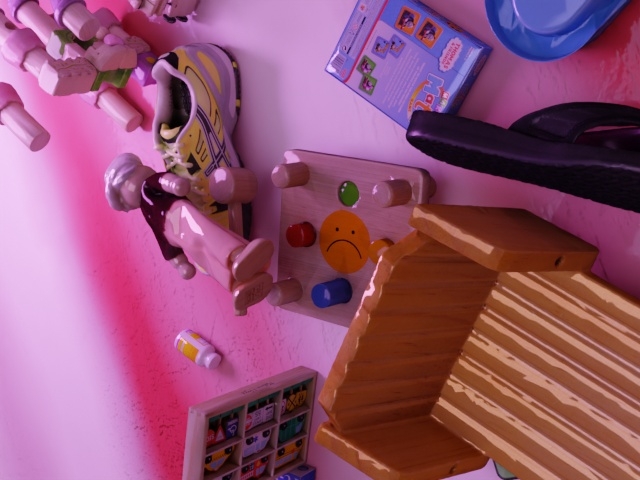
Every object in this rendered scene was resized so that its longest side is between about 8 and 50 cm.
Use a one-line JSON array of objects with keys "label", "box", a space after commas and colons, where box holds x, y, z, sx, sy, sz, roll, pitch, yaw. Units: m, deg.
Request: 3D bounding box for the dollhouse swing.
[{"label": "dollhouse swing", "box": [0.234, 0.183, 1.153, 0.305, 0.315, 0.347, 41, 118, 38]}]

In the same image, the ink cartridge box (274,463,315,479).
[{"label": "ink cartridge box", "box": [-0.105, 0.411, 1.628, 0.207, 0.046, 0.097, 12, 105, 34]}]

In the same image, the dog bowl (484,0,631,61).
[{"label": "dog bowl", "box": [0.336, -0.354, 1.178, 0.166, 0.074, 0.297, 51, 121, 18]}]

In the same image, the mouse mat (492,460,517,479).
[{"label": "mouse mat", "box": [0.278, 0.225, 1.292, 0.152, 0.007, 0.190, -22, 85, 36]}]

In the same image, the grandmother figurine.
[{"label": "grandmother figurine", "box": [-0.212, -0.026, 1.460, 0.342, 0.104, 0.208, 37, 133, 30]}]

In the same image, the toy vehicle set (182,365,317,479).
[{"label": "toy vehicle set", "box": [-0.106, 0.305, 1.477, 0.035, 0.266, 0.166, 16, 107, 34]}]

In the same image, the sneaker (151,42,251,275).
[{"label": "sneaker", "box": [-0.213, -0.128, 1.563, 0.145, 0.147, 0.385, -4, 96, 34]}]

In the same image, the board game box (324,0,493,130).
[{"label": "board game box", "box": [0.121, -0.259, 1.368, 0.211, 0.039, 0.160, 41, 118, 25]}]

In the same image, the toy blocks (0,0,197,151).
[{"label": "toy blocks", "box": [-0.424, -0.355, 1.592, 0.260, 0.288, 0.309, 43, 122, 17]}]

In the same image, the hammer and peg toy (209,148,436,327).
[{"label": "hammer and peg toy", "box": [0.000, 0.000, 1.442, 0.361, 0.127, 0.266, 11, 104, 36]}]

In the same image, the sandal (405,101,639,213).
[{"label": "sandal", "box": [0.314, -0.122, 1.181, 0.445, 0.167, 0.107, 18, 85, 30]}]

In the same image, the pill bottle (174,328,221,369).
[{"label": "pill bottle", "box": [-0.215, 0.193, 1.676, 0.083, 0.043, 0.043, 32, 114, 28]}]
